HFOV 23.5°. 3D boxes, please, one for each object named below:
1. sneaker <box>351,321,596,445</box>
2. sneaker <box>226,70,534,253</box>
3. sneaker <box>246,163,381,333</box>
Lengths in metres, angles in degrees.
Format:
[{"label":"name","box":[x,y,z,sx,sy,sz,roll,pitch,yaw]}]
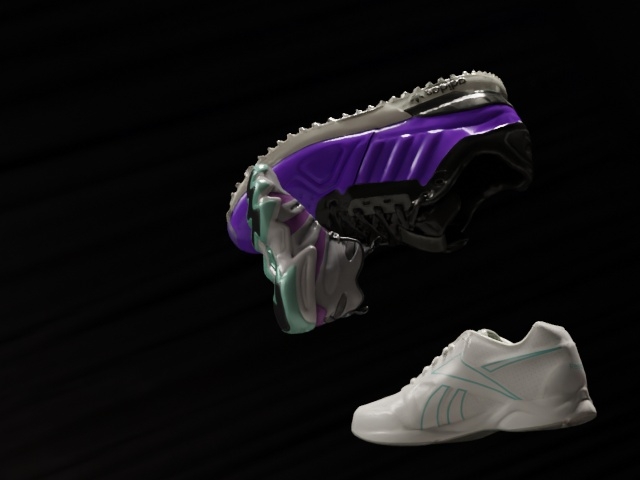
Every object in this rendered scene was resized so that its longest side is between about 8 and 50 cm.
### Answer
[{"label":"sneaker","box":[0.083,0.083,0.865,0.152,0.054,0.061,-15,-100,34]},{"label":"sneaker","box":[0.061,-0.041,1.399,0.102,0.293,0.146,69,-4,-57]},{"label":"sneaker","box":[0.000,0.000,0.850,0.038,0.069,0.098,128,-51,-69]}]
